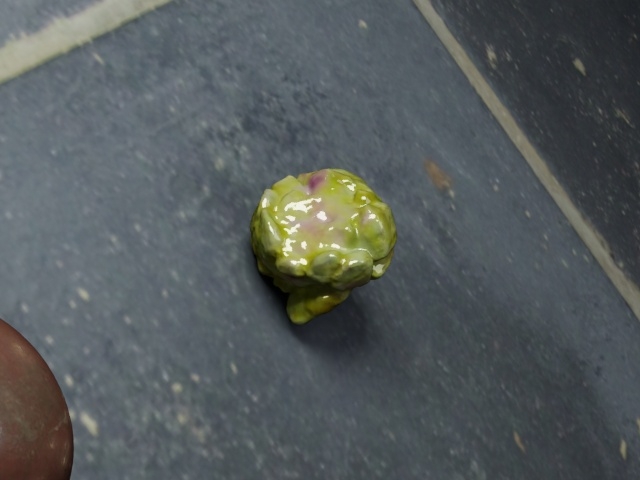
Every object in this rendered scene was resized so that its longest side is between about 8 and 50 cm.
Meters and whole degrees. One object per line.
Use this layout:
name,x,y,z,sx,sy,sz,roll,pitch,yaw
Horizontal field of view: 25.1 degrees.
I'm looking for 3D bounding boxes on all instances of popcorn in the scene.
popcorn,0.000,-0.002,0.966,0.097,0.089,0.109,0,46,-11

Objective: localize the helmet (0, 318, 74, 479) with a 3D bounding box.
helmet,-0.176,0.080,0.660,0.155,0.106,0.175,4,56,-50
